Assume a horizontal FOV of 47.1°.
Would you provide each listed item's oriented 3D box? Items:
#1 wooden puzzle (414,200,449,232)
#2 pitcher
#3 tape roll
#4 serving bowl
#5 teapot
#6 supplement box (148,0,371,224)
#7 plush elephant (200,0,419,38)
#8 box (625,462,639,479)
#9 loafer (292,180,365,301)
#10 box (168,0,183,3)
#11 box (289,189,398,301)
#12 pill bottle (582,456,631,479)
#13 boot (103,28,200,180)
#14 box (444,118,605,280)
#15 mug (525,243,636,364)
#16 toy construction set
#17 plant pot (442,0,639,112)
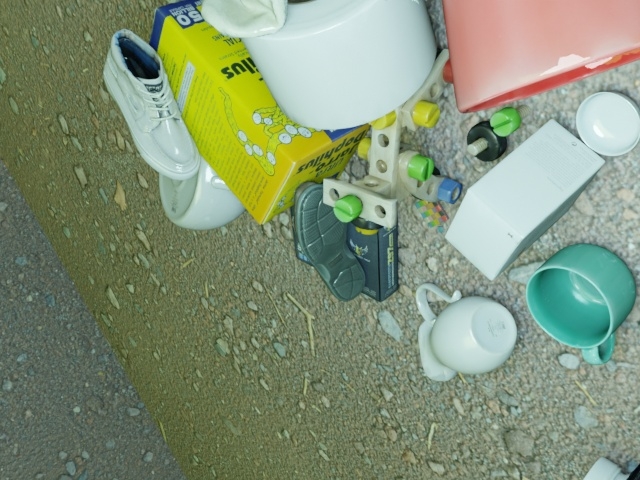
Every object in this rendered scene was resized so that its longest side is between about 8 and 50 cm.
[{"bbox_3d":[0.185,-0.049,1.226,0.083,0.006,0.049,58,146,-2],"label":"wooden puzzle"},{"bbox_3d":[0.231,0.142,1.240,0.177,0.126,0.207,69,159,10],"label":"pitcher"},{"bbox_3d":[0.018,-0.293,0.977,0.246,0.246,0.169,28,162,36],"label":"tape roll"},{"bbox_3d":[0.361,-0.148,0.909,0.083,0.027,0.083,31,138,33],"label":"serving bowl"},{"bbox_3d":[-0.194,-0.134,1.453,0.252,0.187,0.255,-45,51,46],"label":"teapot"},{"bbox_3d":[-0.118,-0.243,1.277,0.356,0.194,0.195,49,146,11],"label":"supplement box"},{"bbox_3d":[-0.053,-0.375,0.804,0.255,0.271,0.330,5,149,51],"label":"plush elephant"},{"bbox_3d":[0.602,0.314,0.747,0.480,0.297,0.471,37,140,26],"label":"box"},{"bbox_3d":[0.000,0.000,1.289,0.084,0.096,0.267,38,158,46],"label":"loafer"},{"bbox_3d":[-0.242,-0.491,1.311,0.102,0.101,0.087,52,145,7],"label":"box"},{"bbox_3d":[0.042,-0.009,1.389,0.233,0.059,0.183,26,135,36],"label":"box"},{"bbox_3d":[0.502,0.436,1.128,0.209,0.119,0.119,32,139,31],"label":"pill bottle"},{"bbox_3d":[-0.283,-0.228,1.232,0.258,0.095,0.123,53,154,8],"label":"boot"},{"bbox_3d":[0.263,-0.052,0.960,0.091,0.170,0.130,45,157,16],"label":"box"},{"bbox_3d":[0.366,0.080,1.026,0.130,0.097,0.157,30,139,33],"label":"mug"},{"bbox_3d":[0.078,-0.156,1.067,0.309,0.237,0.257,46,144,17],"label":"toy construction set"},{"bbox_3d":[0.241,-0.288,0.760,0.275,0.275,0.243,-15,94,55],"label":"plant pot"}]
